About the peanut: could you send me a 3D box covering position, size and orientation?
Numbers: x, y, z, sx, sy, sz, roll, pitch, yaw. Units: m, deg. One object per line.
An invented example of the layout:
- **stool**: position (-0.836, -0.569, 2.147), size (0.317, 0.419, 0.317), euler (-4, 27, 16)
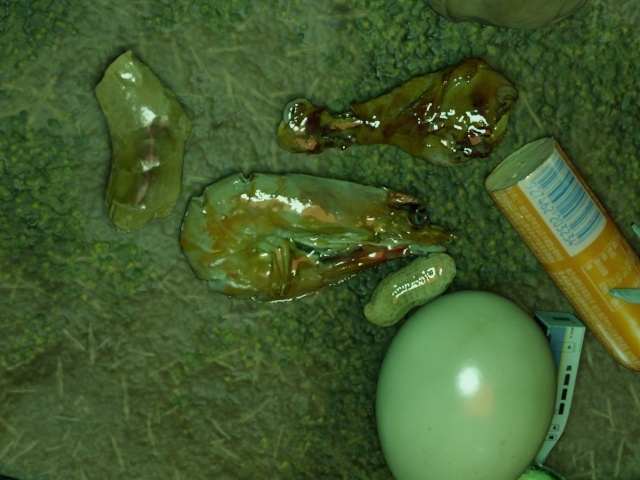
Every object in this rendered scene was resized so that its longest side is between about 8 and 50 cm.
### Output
- **peanut**: position (0.096, 0.052, 1.908), size (0.113, 0.054, 0.054), euler (-34, 110, 6)

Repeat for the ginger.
- **ginger**: position (-0.181, -0.098, 1.802), size (0.095, 0.069, 0.190), euler (-1, 108, -14)

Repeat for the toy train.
- **toy train**: position (0.243, 0.195, 1.979), size (0.051, 0.052, 0.234), euler (3, 108, -15)

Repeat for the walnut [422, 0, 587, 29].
- **walnut**: position (0.168, -0.328, 1.698), size (0.273, 0.227, 0.273), euler (-4, 115, -8)

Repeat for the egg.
- **egg**: position (0.150, 0.173, 1.883), size (0.188, 0.188, 0.254), euler (9, 115, -12)

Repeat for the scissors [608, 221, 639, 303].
- **scissors**: position (0.408, 0.065, 1.921), size (0.247, 0.017, 0.144), euler (26, 75, -31)

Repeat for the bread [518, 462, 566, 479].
- **bread**: position (0.187, 0.380, 1.910), size (0.045, 0.301, 0.301), euler (24, 105, -43)

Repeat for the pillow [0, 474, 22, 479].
- **pillow**: position (-0.336, 0.293, 1.920), size (0.150, 0.048, 0.090), euler (22, 101, -18)

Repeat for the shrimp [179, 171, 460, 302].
- **shrimp**: position (0.000, -0.001, 1.872), size (0.294, 0.062, 0.154), euler (2, 118, -3)

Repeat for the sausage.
- **sausage**: position (0.297, 0.033, 1.912), size (0.093, 0.093, 0.312), euler (-37, 110, 4)

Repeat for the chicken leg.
- **chicken leg**: position (0.079, -0.125, 1.836), size (0.251, 0.087, 0.107), euler (-5, 88, -1)
